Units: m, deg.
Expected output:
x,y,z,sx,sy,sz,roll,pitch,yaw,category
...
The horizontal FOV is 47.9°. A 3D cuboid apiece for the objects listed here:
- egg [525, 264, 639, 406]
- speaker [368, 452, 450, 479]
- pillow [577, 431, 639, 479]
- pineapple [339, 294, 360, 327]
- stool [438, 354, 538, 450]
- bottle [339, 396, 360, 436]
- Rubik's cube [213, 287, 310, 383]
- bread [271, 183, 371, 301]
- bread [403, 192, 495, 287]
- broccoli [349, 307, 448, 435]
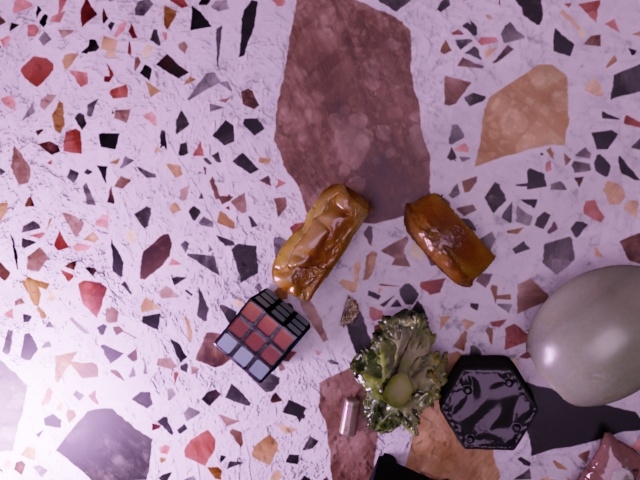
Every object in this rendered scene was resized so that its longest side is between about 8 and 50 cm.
x,y,z,sx,sy,sz,roll,pitch,yaw,category
0.644,0.204,1.617,0.336,0.278,0.278,-43,88,20,egg
0.203,0.681,1.763,0.232,0.254,0.184,22,99,6,speaker
0.732,0.608,1.749,0.223,0.084,0.236,32,97,6,pillow
0.077,0.186,1.847,0.045,0.019,0.083,20,97,10,pineapple
0.404,0.393,1.752,0.232,0.141,0.232,1,97,10,stool
0.076,0.457,1.865,0.045,0.045,0.096,9,97,9,bottle
-0.143,0.237,1.818,0.163,0.162,0.160,39,100,2,Rubik's cube
0.000,0.000,1.763,0.132,0.167,0.294,34,101,5,bread
0.304,-0.002,1.728,0.129,0.134,0.260,-43,88,11,bread
0.199,0.327,1.728,0.248,0.245,0.288,-19,98,2,broccoli
